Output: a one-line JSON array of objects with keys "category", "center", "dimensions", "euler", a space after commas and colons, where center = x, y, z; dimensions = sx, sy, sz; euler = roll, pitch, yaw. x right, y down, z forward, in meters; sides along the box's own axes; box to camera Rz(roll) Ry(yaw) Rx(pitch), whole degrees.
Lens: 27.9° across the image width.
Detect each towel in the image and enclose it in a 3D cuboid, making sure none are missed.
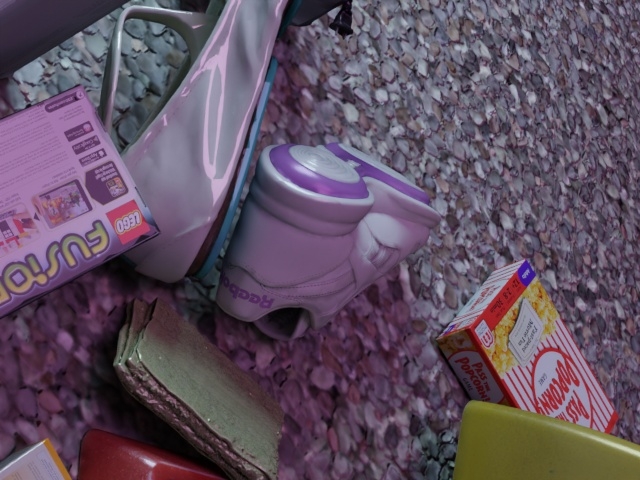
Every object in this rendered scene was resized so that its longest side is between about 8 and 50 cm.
[{"category": "towel", "center": [-0.084, 0.108, 0.909], "dimensions": [0.148, 0.027, 0.110], "euler": [41, 20, -15]}]

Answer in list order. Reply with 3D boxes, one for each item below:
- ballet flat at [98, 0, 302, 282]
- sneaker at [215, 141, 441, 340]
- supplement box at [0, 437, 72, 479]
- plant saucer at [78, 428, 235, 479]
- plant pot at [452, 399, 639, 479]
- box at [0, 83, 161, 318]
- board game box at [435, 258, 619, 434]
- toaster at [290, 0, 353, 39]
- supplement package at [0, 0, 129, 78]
[{"category": "ballet flat", "center": [-0.075, -0.168, 0.947], "dimensions": [0.139, 0.139, 0.400], "euler": [31, 73, -35]}, {"category": "sneaker", "center": [0.000, 0.000, 1.051], "dimensions": [0.114, 0.152, 0.305], "euler": [31, 12, 20]}, {"category": "supplement box", "center": [-0.192, 0.172, 0.777], "dimensions": [0.098, 0.036, 0.062], "euler": [-34, 97, -51]}, {"category": "plant saucer", "center": [-0.054, 0.273, 0.875], "dimensions": [0.258, 0.047, 0.259], "euler": [25, 52, -39]}, {"category": "plant pot", "center": [0.240, 0.261, 1.064], "dimensions": [0.212, 0.187, 0.212], "euler": [24, 71, -39]}, {"category": "box", "center": [-0.212, -0.007, 0.802], "dimensions": [0.207, 0.036, 0.114], "euler": [-30, 95, -34]}, {"category": "board game box", "center": [0.203, 0.135, 1.242], "dimensions": [0.193, 0.045, 0.147], "euler": [58, 39, -9]}, {"category": "toaster", "center": [-0.043, -0.290, 1.124], "dimensions": [0.146, 0.129, 0.227], "euler": [14, 64, -40]}, {"category": "supplement package", "center": [-0.203, -0.198, 0.793], "dimensions": [0.149, 0.194, 0.203], "euler": [61, 20, -4]}]
